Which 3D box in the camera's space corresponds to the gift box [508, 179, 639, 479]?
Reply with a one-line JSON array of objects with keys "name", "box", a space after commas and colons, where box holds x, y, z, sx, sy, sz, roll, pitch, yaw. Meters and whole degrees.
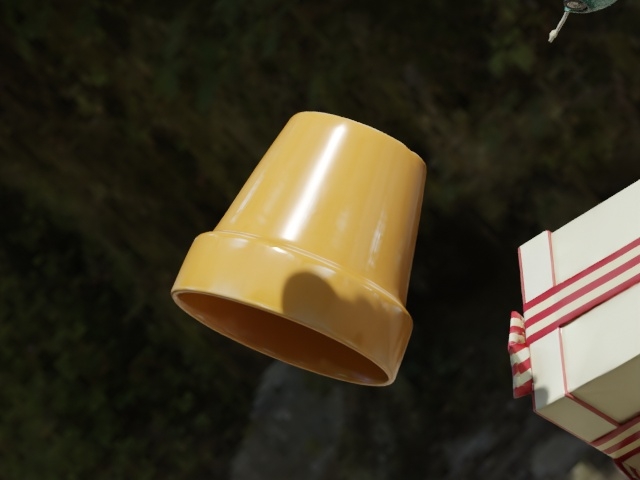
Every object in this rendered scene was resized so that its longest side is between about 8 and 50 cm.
[{"name": "gift box", "box": [0.355, 0.109, 2.127, 0.258, 0.255, 0.276, -33, 36, 35]}]

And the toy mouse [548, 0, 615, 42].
[{"name": "toy mouse", "box": [0.151, -0.168, 1.062, 0.161, 0.031, 0.143, -79, -2, -62]}]

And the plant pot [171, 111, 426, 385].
[{"name": "plant pot", "box": [0.000, 0.000, 1.708, 0.205, 0.205, 0.188, -13, 53, 67]}]
